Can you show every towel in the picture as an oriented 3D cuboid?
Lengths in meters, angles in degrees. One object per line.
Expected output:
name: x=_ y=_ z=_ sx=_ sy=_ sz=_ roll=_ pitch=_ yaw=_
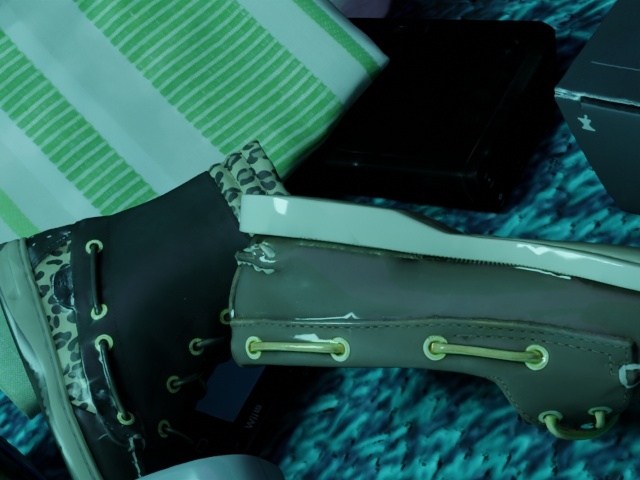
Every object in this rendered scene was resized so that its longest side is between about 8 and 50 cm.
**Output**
towel: x=-0.146 y=-0.087 z=0.922 sx=0.248 sy=0.038 sz=0.325 roll=45 pitch=75 yaw=7

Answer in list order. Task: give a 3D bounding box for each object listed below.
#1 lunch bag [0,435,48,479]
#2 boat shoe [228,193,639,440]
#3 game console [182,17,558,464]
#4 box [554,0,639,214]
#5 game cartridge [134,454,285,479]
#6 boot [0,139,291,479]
lunch bag: x=-0.219 y=0.153 z=0.866 sx=0.096 sy=0.129 sz=0.151 roll=-28 pitch=39 yaw=10
boat shoe: x=0.106 y=0.044 z=0.722 sx=0.324 sy=0.116 sz=0.096 roll=10 pitch=93 yaw=18
game console: x=0.000 y=0.000 z=0.913 sx=0.213 sy=0.044 sz=0.361 roll=8 pitch=59 yaw=42
box: x=0.251 y=-0.107 z=0.773 sx=0.153 sy=0.108 sz=0.207 roll=20 pitch=67 yaw=46
game cartridge: x=-0.115 y=0.240 z=0.692 sx=0.297 sy=0.062 sz=0.198 roll=-38 pitch=63 yaw=17
boot: x=-0.066 y=0.067 z=0.814 sx=0.179 sy=0.085 sz=0.236 roll=-27 pitch=69 yaw=-5
